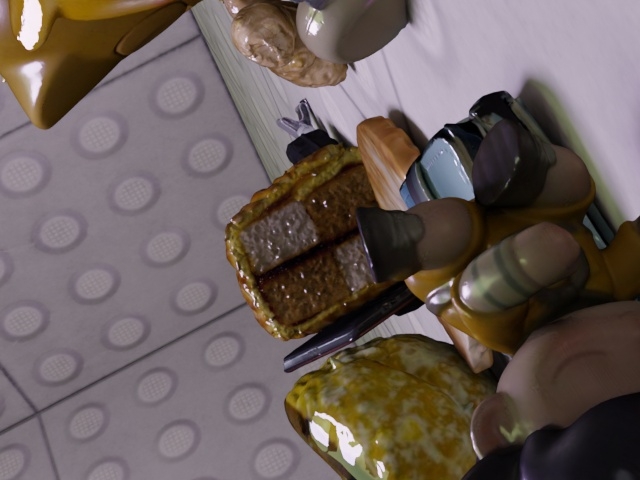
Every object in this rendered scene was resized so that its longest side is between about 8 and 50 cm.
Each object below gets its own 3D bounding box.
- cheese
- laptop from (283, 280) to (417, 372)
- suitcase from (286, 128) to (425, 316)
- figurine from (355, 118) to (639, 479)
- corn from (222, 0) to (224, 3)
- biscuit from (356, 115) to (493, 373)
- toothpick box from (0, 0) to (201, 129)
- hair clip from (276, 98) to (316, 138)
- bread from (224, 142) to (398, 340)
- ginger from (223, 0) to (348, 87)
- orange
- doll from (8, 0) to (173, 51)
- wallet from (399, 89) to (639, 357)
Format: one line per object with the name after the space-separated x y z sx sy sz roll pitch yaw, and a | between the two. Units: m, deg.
0.020 -0.181 0.915 0.047 0.092 0.171 46 178 17 | cheese
0.045 0.095 1.493 0.026 0.154 0.207 57 151 1 | laptop
0.048 -0.031 1.681 0.206 0.066 0.285 64 173 -21 | suitcase
0.130 0.077 0.580 0.167 0.192 0.256 92 158 -58 | figurine
-0.162 -0.434 1.514 0.310 0.101 0.101 61 177 -13 | corn
0.103 -0.017 1.295 0.204 0.040 0.309 58 174 47 | biscuit
-0.290 -0.378 1.303 0.425 0.409 0.409 54 177 -5 | toothpick box
0.010 -0.107 1.900 0.220 0.054 0.140 59 164 -4 | hair clip
0.000 0.000 1.450 0.181 0.222 0.096 58 178 -2 | bread
-0.049 -0.225 1.374 0.148 0.081 0.333 16 -168 -18 | ginger
0.113 0.218 1.435 0.271 0.210 0.368 35 176 17 | orange
-0.081 -0.238 0.762 0.166 0.270 0.162 64 159 -6 | doll
0.128 0.002 0.855 0.176 0.075 0.250 59 175 4 | wallet
